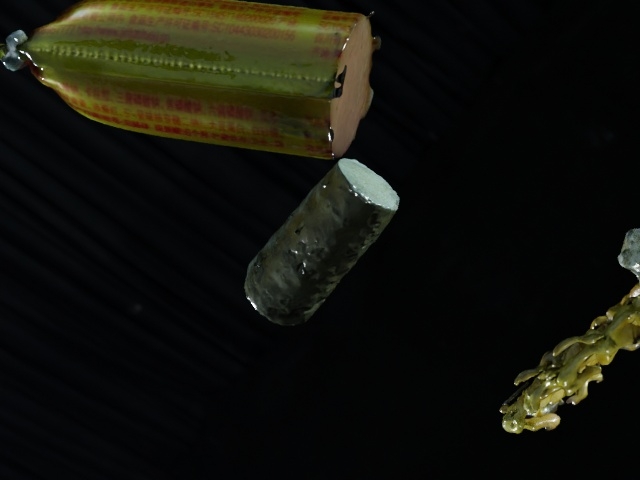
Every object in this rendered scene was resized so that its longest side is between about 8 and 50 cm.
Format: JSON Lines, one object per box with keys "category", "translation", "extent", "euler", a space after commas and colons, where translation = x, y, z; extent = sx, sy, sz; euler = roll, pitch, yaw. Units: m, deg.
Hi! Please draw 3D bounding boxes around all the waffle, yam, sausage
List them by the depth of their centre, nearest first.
{"category": "sausage", "translation": [-0.118, -0.136, 1.267], "extent": [0.317, 0.117, 0.125], "euler": [6, -153, 10]}
{"category": "yam", "translation": [0.000, 0.000, 1.396], "extent": [0.179, 0.078, 0.078], "euler": [-52, -155, 37]}
{"category": "waffle", "translation": [0.309, 0.104, 1.672], "extent": [0.280, 0.060, 0.262], "euler": [-47, 166, 23]}

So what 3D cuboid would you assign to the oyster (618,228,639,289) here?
{"category": "oyster", "translation": [0.399, 0.060, 1.458], "extent": [0.198, 0.268, 0.112], "euler": [41, -70, 33]}
